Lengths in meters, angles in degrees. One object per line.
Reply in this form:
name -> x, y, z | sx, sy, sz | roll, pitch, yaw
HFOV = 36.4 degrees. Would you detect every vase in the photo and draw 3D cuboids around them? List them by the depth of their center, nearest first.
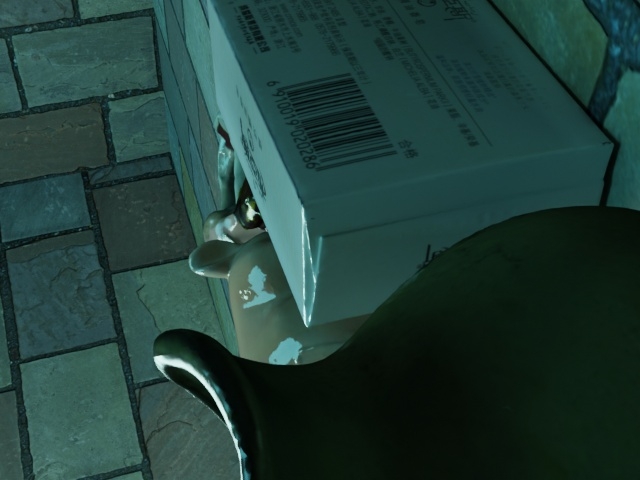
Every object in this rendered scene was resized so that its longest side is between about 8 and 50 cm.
vase -> 0.080, 0.140, 0.537 | 0.329, 0.302, 0.241 | 95, 158, -56

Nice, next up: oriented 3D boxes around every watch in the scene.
watch -> -0.106, -0.107, 1.555 | 0.253, 0.161, 0.241 | 173, 98, -75

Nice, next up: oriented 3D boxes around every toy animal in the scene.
toy animal -> -0.013, 0.082, 1.141 | 0.195, 0.213, 0.256 | 33, -150, -38

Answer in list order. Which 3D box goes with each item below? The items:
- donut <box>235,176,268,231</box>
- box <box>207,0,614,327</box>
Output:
donut -> -0.021, -0.105, 1.113 | 0.230, 0.095, 0.216 | 134, 154, -62
box -> 0.046, -0.086, 0.699 | 0.274, 0.203, 0.116 | -115, 18, -45
